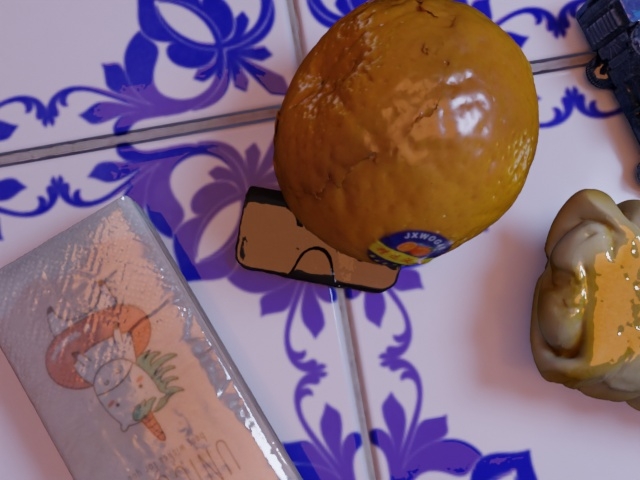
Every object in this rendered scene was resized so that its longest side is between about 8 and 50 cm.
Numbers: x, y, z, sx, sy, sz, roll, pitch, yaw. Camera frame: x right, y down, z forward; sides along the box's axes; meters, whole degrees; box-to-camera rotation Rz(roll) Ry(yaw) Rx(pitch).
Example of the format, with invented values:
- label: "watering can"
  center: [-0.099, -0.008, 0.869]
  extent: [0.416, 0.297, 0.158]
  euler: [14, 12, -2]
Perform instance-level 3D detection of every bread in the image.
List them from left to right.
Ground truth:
- label: "bread"
  center: [0.336, 0.073, 0.607]
  extent: [0.312, 0.121, 0.172]
  euler: [15, 89, 2]

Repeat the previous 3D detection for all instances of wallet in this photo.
- label: "wallet"
  center: [0.000, 0.000, 0.672]
  extent: [0.157, 0.018, 0.082]
  euler: [11, 85, 2]

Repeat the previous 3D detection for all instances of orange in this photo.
- label: "orange"
  center: [0.068, -0.086, 0.584]
  extent: [0.193, 0.219, 0.219]
  euler: [7, 84, -38]

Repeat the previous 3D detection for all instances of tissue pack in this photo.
- label: "tissue pack"
  center: [-0.156, 0.142, 0.638]
  extent: [0.170, 0.071, 0.325]
  euler: [-31, 85, -3]

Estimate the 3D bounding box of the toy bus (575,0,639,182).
- label: "toy bus"
  center: [0.323, -0.126, 0.650]
  extent: [0.094, 0.079, 0.236]
  euler: [-23, 85, -17]
